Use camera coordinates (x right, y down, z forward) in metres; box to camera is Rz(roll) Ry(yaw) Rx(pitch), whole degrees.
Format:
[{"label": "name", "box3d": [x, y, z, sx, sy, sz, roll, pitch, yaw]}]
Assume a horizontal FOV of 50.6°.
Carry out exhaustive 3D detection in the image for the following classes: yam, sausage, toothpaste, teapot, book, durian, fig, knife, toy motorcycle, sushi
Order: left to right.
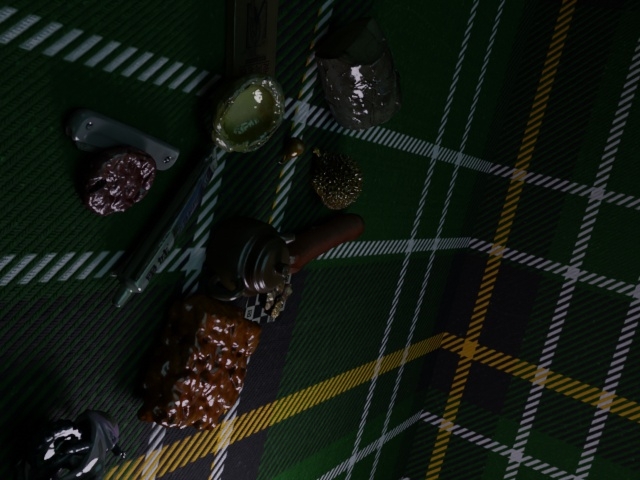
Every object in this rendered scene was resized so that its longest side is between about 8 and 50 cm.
[{"label": "toy motorcycle", "box3d": [-0.476, 0.454, 1.310, 0.188, 0.143, 0.327, -32, 140, -51]}, {"label": "knife", "box3d": [-0.360, -0.179, 1.246, 0.073, 0.041, 0.265, -63, 154, 7]}, {"label": "toothpaste", "box3d": [-0.312, -0.030, 1.395, 0.392, 0.061, 0.098, -60, 175, -22]}, {"label": "book", "box3d": [-0.150, -0.434, 1.484, 0.161, 0.026, 0.230, -31, 133, -51]}, {"label": "teapot", "box3d": [-0.159, 0.054, 1.608, 0.267, 0.175, 0.185, -48, 142, -38]}, {"label": "sushi", "box3d": [-0.123, 0.149, 1.872, 0.210, 0.040, 0.192, 11, 96, -62]}, {"label": "fig", "box3d": [-0.077, -0.227, 1.729, 0.083, 0.050, 0.050, -50, 150, -3]}, {"label": "sausage", "box3d": [0.000, 0.000, 1.951, 0.419, 0.094, 0.094, -28, 88, -52]}, {"label": "durian", "box3d": [0.043, -0.178, 1.876, 0.146, 0.102, 0.208, -34, 115, 1]}, {"label": "yam", "box3d": [0.108, -0.440, 1.788, 0.202, 0.201, 0.271, -60, 144, -23]}]

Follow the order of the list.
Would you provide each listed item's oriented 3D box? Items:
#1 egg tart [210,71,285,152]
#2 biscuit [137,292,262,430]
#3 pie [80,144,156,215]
[{"label": "egg tart", "box3d": [-0.161, -0.282, 1.450, 0.197, 0.078, 0.197, -28, 148, -20]}, {"label": "biscuit", "box3d": [-0.278, 0.292, 1.604, 0.318, 0.111, 0.312, 38, 70, -61]}, {"label": "pie", "box3d": [-0.369, -0.110, 1.235, 0.153, 0.038, 0.153, -40, 154, -24]}]
